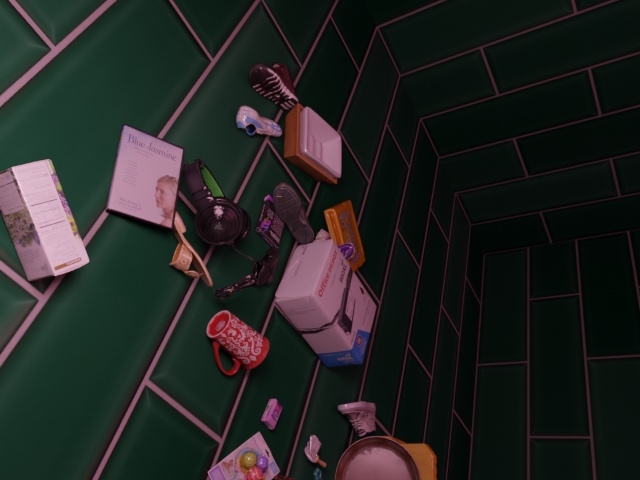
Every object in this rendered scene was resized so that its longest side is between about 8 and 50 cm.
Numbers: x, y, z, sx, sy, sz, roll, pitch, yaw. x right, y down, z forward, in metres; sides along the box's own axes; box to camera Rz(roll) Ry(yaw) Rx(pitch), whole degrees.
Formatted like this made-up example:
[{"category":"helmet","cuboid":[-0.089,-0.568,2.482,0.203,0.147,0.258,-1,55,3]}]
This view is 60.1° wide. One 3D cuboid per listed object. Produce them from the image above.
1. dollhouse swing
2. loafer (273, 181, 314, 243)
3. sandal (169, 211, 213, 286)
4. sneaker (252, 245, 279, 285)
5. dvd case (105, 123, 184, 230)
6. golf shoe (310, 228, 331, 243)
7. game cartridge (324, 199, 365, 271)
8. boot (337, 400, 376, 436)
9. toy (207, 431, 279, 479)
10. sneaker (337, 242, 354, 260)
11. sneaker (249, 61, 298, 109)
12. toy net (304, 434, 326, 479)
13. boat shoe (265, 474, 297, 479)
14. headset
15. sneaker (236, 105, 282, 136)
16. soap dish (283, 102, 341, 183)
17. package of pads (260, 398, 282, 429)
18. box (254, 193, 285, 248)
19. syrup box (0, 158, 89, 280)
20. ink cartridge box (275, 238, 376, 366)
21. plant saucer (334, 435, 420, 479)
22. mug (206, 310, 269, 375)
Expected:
[{"category":"dollhouse swing","cuboid":[0.343,0.961,2.159,0.315,0.305,0.347,43,44,-52]},{"category":"loafer","cuboid":[-0.100,-0.106,1.984,0.084,0.096,0.267,-96,165,-52]},{"category":"sandal","cuboid":[-0.389,0.039,1.530,0.079,0.088,0.240,-29,99,-26]},{"category":"sneaker","cuboid":[-0.187,0.082,1.848,0.089,0.051,0.170,45,48,-50]},{"category":"dvd case","cuboid":[-0.458,-0.166,1.466,0.180,0.022,0.253,20,62,-37]},{"category":"golf shoe","cuboid":[0.000,0.000,2.178,0.186,0.067,0.086,-4,77,-69]},{"category":"game cartridge","cuboid":[0.111,-0.014,2.313,0.323,0.052,0.285,-33,110,-70]},{"category":"boot","cuboid":[0.153,0.699,2.158,0.258,0.095,0.123,27,51,-54]},{"category":"toy","cuboid":[-0.203,0.662,1.591,0.237,0.056,0.137,-20,80,-54]},{"category":"sneaker","cuboid":[0.051,0.059,2.129,0.071,0.170,0.068,5,64,-74]},{"category":"sneaker","cuboid":[-0.182,-0.617,2.064,0.281,0.106,0.162,35,45,-61]},{"category":"toy net","cuboid":[-0.025,0.786,1.890,0.122,0.045,0.232,-13,90,-58]},{"category":"boat shoe","cuboid":[-0.129,0.756,1.698,0.207,0.073,0.073,28,58,-51]},{"category":"headset","cuboid":[-0.302,-0.037,1.590,0.394,0.185,0.243,62,1,2]},{"category":"sneaker","cuboid":[-0.218,-0.401,1.947,0.237,0.085,0.086,13,95,-61]},{"category":"soap dish","cuboid":[-0.031,-0.374,2.196,0.291,0.118,0.229,28,56,-52]},{"category":"package of pads","cuboid":[-0.155,0.553,1.761,0.050,0.032,0.083,62,34,-31]},{"category":"box","cuboid":[-0.172,-0.067,1.946,0.116,0.029,0.162,49,40,-41]},{"category":"syrup box","cuboid":[-0.594,-0.041,1.172,0.096,0.093,0.237,-34,109,-58]},{"category":"ink cartridge box","cuboid":[0.032,0.235,2.047,0.395,0.166,0.285,56,37,-32]},{"category":"plant saucer","cuboid":[0.209,0.881,2.023,0.050,0.310,0.310,71,21,-64]},{"category":"mug","cuboid":[-0.249,0.302,1.617,0.169,0.113,0.150,49,40,-35]}]
